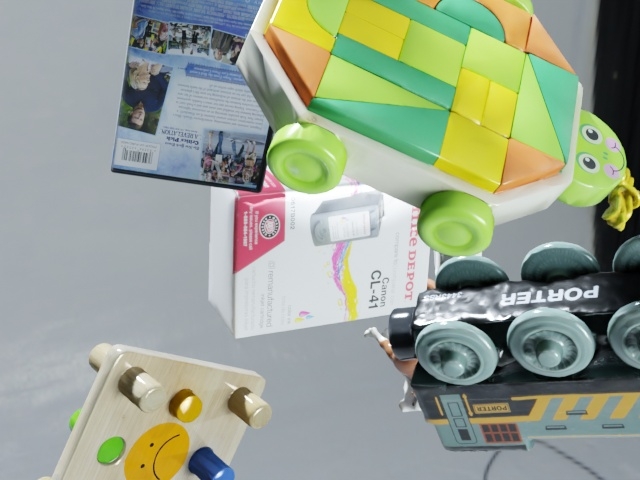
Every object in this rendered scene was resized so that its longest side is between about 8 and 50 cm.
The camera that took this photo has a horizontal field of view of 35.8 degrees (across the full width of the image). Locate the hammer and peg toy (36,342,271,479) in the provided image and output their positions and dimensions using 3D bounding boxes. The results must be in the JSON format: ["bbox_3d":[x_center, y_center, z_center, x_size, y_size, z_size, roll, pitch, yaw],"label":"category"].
[{"bbox_3d":[-0.226,0.313,1.243,0.127,0.361,0.266,28,6,42],"label":"hammer and peg toy"}]

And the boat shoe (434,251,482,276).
[{"bbox_3d":[0.259,-0.046,1.853,0.098,0.277,0.096,1,-4,31],"label":"boat shoe"}]

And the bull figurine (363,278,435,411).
[{"bbox_3d":[0.175,0.191,1.968,0.101,0.311,0.188,-22,40,-37],"label":"bull figurine"}]

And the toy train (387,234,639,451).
[{"bbox_3d":[0.234,0.107,0.937,0.333,0.190,0.142,-8,35,24],"label":"toy train"}]

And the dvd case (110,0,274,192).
[{"bbox_3d":[-0.131,-0.182,1.123,0.180,0.253,0.022,7,24,-13],"label":"dvd case"}]

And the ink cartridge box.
[{"bbox_3d":[0.000,0.000,1.437,0.306,0.226,0.131,-7,24,-21],"label":"ink cartridge box"}]

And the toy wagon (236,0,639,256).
[{"bbox_3d":[0.112,-0.114,0.783,0.344,0.068,0.267,23,53,-7],"label":"toy wagon"}]
